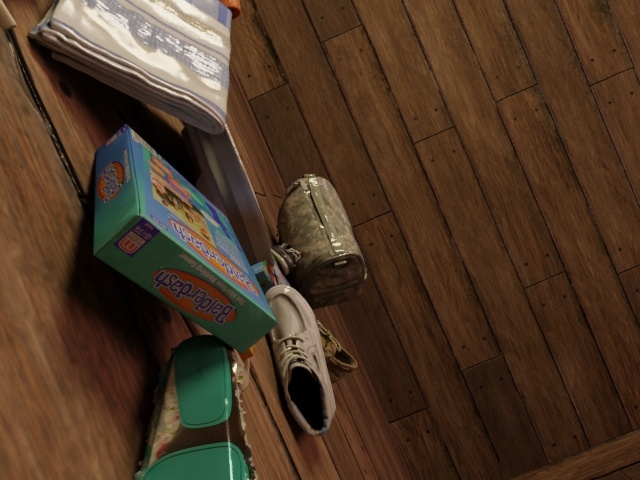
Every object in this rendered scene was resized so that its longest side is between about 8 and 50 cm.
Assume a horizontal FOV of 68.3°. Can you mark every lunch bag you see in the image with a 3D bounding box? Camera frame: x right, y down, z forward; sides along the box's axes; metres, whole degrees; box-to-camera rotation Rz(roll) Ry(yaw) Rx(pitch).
[{"bbox_3d":[0.000,0.000,1.315,0.256,0.212,0.305,99,-25,-53],"label":"lunch bag"}]

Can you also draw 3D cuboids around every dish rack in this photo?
[{"bbox_3d":[-0.166,-0.124,0.735,0.285,0.072,0.333,96,-29,-69],"label":"dish rack"}]

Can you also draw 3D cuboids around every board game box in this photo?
[{"bbox_3d":[-0.098,0.097,0.993,0.160,0.039,0.211,-110,176,-55],"label":"board game box"},{"bbox_3d":[-0.133,-0.009,0.446,0.160,0.047,0.210,47,3,-37],"label":"board game box"}]

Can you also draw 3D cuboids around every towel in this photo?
[{"bbox_3d":[-0.201,-0.267,0.578,0.209,0.034,0.285,23,44,-32],"label":"towel"}]

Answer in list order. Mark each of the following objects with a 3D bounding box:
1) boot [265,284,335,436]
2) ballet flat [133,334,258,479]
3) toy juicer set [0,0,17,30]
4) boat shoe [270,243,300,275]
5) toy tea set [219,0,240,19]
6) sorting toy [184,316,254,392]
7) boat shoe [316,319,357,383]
[{"bbox_3d":[-0.034,0.195,0.798,0.123,0.095,0.258,95,-27,-82],"label":"boot"},{"bbox_3d":[-0.086,0.165,0.338,0.241,0.091,0.077,-99,-172,-63],"label":"ballet flat"},{"bbox_3d":[-0.299,-0.354,0.420,0.209,0.089,0.329,64,5,-46],"label":"toy juicer set"},{"bbox_3d":[-0.084,0.034,1.136,0.075,0.065,0.206,60,-8,-6],"label":"boat shoe"},{"bbox_3d":[-0.336,-0.671,1.223,0.336,0.200,0.124,1,74,-81],"label":"toy tea set"},{"bbox_3d":[-0.131,0.069,0.623,0.208,0.038,0.193,-102,169,-74],"label":"sorting toy"},{"bbox_3d":[0.016,0.270,1.187,0.285,0.089,0.105,62,6,-52],"label":"boat shoe"}]
